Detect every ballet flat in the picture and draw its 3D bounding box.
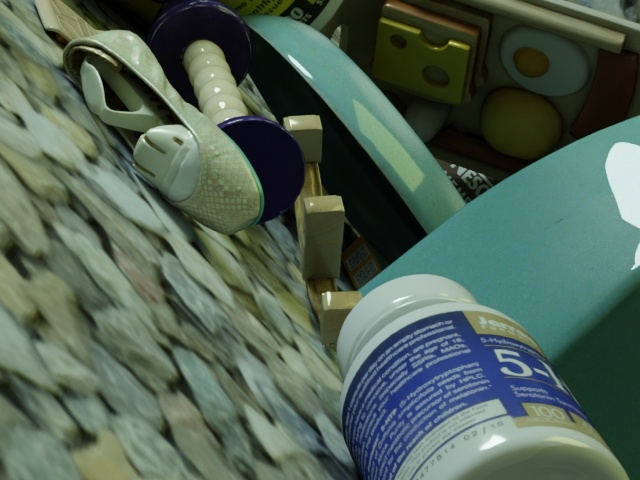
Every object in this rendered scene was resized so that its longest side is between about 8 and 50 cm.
[{"bbox_3d":[-0.096,-0.060,1.084,0.052,0.057,0.168,-4,41,-42],"label":"ballet flat"}]

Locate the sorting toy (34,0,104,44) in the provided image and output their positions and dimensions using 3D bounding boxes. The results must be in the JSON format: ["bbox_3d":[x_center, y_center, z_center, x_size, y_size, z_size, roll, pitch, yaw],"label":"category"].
[{"bbox_3d":[-0.160,-0.138,1.210,0.062,0.012,0.083,34,18,-37],"label":"sorting toy"}]

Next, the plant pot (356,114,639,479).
[{"bbox_3d":[0.168,0.051,1.194,0.166,0.234,0.165,40,11,-40],"label":"plant pot"}]

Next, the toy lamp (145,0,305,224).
[{"bbox_3d":[-0.070,-0.099,1.255,0.080,0.080,0.274,43,10,-25],"label":"toy lamp"}]

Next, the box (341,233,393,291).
[{"bbox_3d":[0.061,0.055,1.355,0.081,0.028,0.136,43,11,-25],"label":"box"}]

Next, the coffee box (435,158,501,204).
[{"bbox_3d":[0.179,0.005,1.835,0.168,0.119,0.297,51,10,24],"label":"coffee box"}]

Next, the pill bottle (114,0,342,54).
[{"bbox_3d":[-0.119,-0.266,1.408,0.188,0.188,0.334,52,10,29],"label":"pill bottle"}]

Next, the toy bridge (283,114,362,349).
[{"bbox_3d":[0.000,0.000,1.185,0.188,0.026,0.063,-102,-169,-47],"label":"toy bridge"}]

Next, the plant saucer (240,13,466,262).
[{"bbox_3d":[0.043,-0.047,1.408,0.317,0.044,0.317,52,-7,8],"label":"plant saucer"}]

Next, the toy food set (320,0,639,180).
[{"bbox_3d":[0.136,-0.104,1.582,0.306,0.092,0.219,19,-38,11],"label":"toy food set"}]

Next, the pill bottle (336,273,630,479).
[{"bbox_3d":[0.071,0.095,0.938,0.112,0.112,0.186,42,10,-30],"label":"pill bottle"}]
